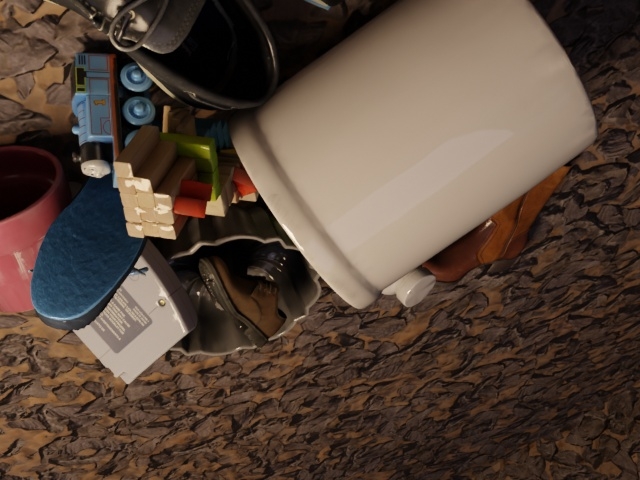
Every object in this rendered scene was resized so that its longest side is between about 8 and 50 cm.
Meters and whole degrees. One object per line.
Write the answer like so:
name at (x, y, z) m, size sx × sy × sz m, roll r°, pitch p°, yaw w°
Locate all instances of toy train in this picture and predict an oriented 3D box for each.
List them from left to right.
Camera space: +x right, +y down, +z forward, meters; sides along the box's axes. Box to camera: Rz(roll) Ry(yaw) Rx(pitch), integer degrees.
toy train at (-0.271, -0.158, 0.957) m, size 0.105 × 0.184 × 0.080 m, roll -3°, pitch 163°, yaw -17°

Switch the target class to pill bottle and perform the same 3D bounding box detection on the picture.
pill bottle at (0.116, 0.031, 1.310) m, size 0.103 × 0.184 × 0.103 m, roll -31°, pitch 147°, yaw -23°

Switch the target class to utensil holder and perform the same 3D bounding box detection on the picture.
utensil holder at (0.124, -0.144, 1.001) m, size 0.385 × 0.327 × 0.327 m, roll -34°, pitch 139°, yaw 8°

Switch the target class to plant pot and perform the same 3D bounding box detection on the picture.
plant pot at (-0.438, -0.005, 1.024) m, size 0.201 × 0.201 × 0.180 m, roll -12°, pitch 130°, yaw -9°

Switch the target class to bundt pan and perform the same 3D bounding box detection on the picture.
bundt pan at (-0.169, 0.060, 1.290) m, size 0.331 × 0.124 × 0.330 m, roll -12°, pitch 141°, yaw -9°

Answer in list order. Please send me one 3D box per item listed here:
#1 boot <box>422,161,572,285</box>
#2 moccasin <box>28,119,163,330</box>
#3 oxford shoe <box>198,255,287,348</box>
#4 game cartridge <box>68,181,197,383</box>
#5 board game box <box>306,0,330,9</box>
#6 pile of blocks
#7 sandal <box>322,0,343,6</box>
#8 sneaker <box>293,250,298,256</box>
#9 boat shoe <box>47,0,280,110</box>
boot at (0.319, -0.039, 1.396) m, size 0.264 × 0.096 × 0.280 m, roll -2°, pitch 137°, yaw -20°
moccasin at (-0.275, -0.016, 0.997) m, size 0.138 × 0.342 × 0.116 m, roll 19°, pitch 144°, yaw 1°
oxford shoe at (-0.122, 0.082, 1.191) m, size 0.096 × 0.083 × 0.227 m, roll -40°, pitch 141°, yaw -6°
game cartridge at (-0.336, 0.063, 1.145) m, size 0.198 × 0.062 × 0.297 m, roll -40°, pitch 93°, yaw 20°
board game box at (0.003, -0.378, 0.926) m, size 0.103 × 0.026 × 0.154 m, roll 12°, pitch 132°, yaw -33°
pile of blocks at (-0.140, -0.104, 0.979) m, size 0.113 × 0.362 × 0.148 m, roll 8°, pitch 106°, yaw 10°
sandal at (0.100, -0.380, 0.903) m, size 0.254 × 0.054 × 0.097 m, roll -36°, pitch 153°, yaw 7°
sneaker at (0.000, 0.000, 1.355) m, size 0.098 × 0.038 × 0.069 m, roll -6°, pitch 140°, yaw -17°
boat shoe at (-0.189, -0.285, 0.766) m, size 0.186 × 0.156 × 0.500 m, roll -62°, pitch 151°, yaw -7°
